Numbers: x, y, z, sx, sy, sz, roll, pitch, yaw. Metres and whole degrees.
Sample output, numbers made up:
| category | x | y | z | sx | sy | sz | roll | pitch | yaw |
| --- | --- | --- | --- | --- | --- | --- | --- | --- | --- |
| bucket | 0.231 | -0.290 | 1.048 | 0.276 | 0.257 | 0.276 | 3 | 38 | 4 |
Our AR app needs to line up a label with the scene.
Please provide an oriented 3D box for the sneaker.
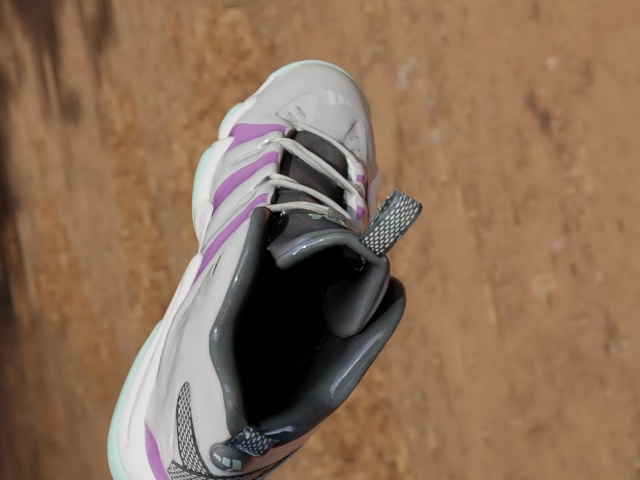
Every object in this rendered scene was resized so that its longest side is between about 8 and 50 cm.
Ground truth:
| category | x | y | z | sx | sy | sz | roll | pitch | yaw |
| --- | --- | --- | --- | --- | --- | --- | --- | --- | --- |
| sneaker | 0.000 | 0.000 | 0.332 | 0.069 | 0.038 | 0.098 | -40 | 29 | 57 |
